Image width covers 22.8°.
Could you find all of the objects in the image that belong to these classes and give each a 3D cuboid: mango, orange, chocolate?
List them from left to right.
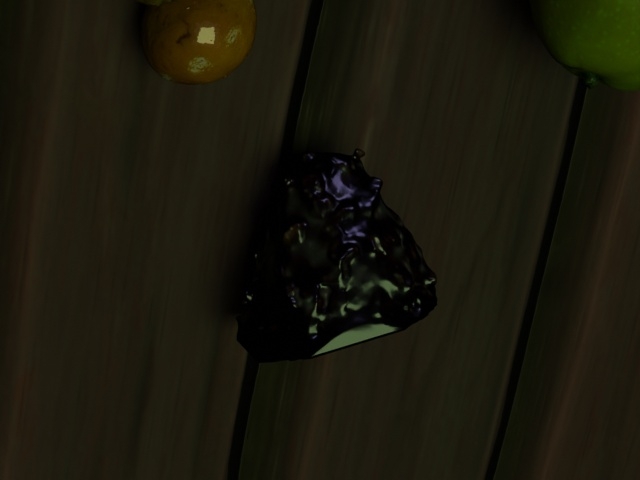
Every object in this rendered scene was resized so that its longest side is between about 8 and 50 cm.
[{"bbox_3d":[-0.081,-0.142,1.068,0.083,0.083,0.070,-39,113,-7],"label":"orange"},{"bbox_3d":[0.000,0.000,1.160,0.156,0.156,0.133,-17,100,-19],"label":"chocolate"},{"bbox_3d":[0.231,-0.252,1.137,0.175,0.143,0.293,-21,121,-64],"label":"mango"}]

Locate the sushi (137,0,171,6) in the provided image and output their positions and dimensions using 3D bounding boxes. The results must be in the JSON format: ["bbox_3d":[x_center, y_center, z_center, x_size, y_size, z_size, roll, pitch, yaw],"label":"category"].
[{"bbox_3d":[-0.102,-0.250,0.950,0.274,0.139,0.184,-52,150,5],"label":"sushi"}]
